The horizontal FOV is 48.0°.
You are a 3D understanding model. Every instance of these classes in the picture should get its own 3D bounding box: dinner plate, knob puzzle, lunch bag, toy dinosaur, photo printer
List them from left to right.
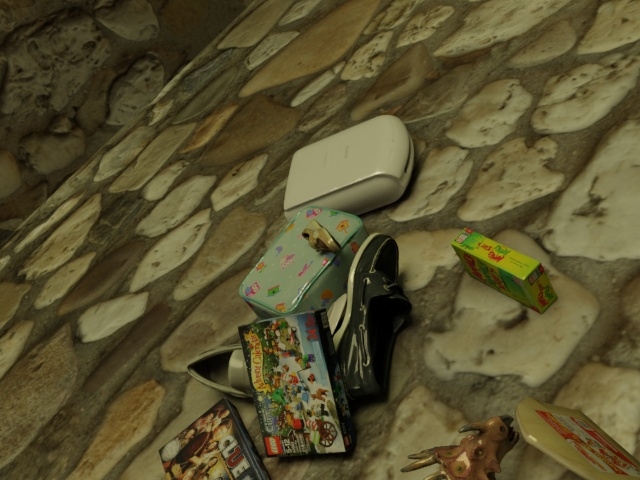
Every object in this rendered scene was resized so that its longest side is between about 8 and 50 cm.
[{"bbox_3d":[-0.026,0.056,1.508,0.224,0.108,0.279,14,57,50],"label":"lunch bag"},{"bbox_3d":[0.014,0.161,1.349,0.141,0.017,0.141,-156,90,-89],"label":"dinner plate"},{"bbox_3d":[0.073,-0.163,1.684,0.307,0.107,0.256,-19,38,24],"label":"photo printer"},{"bbox_3d":[0.158,0.370,0.887,0.127,0.200,0.296,-1,48,40],"label":"toy dinosaur"},{"bbox_3d":[0.320,0.265,0.907,0.030,0.213,0.213,-64,32,14],"label":"knob puzzle"}]

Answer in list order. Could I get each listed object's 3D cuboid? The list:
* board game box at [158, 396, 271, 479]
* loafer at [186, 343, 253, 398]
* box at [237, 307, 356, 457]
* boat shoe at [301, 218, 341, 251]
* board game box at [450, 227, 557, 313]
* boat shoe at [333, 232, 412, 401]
[{"bbox_3d":[-0.189,0.411,1.282,0.165,0.042,0.243,-39,34,-4],"label":"board game box"},{"bbox_3d":[-0.122,0.248,1.337,0.319,0.111,0.112,-8,84,42],"label":"loafer"},{"bbox_3d":[-0.042,0.243,1.215,0.159,0.233,0.044,-14,-3,28],"label":"box"},{"bbox_3d":[0.000,0.000,1.414,0.045,0.050,0.135,-42,23,-3],"label":"boat shoe"},{"bbox_3d":[0.312,0.049,1.234,0.043,0.092,0.181,-44,35,-10],"label":"board game box"},{"bbox_3d":[0.107,0.129,1.289,0.113,0.127,0.340,-5,46,35],"label":"boat shoe"}]
